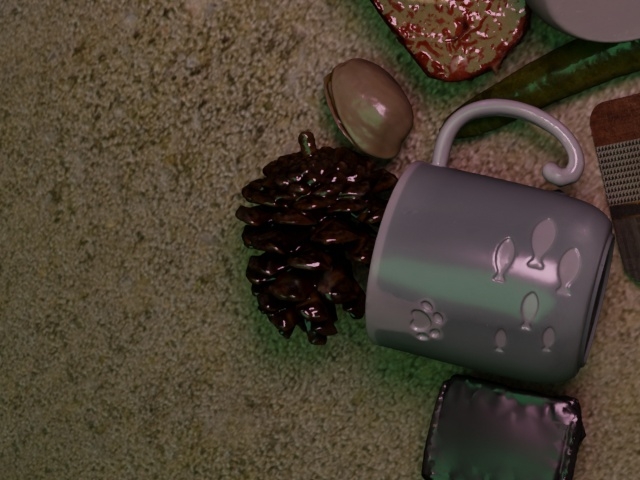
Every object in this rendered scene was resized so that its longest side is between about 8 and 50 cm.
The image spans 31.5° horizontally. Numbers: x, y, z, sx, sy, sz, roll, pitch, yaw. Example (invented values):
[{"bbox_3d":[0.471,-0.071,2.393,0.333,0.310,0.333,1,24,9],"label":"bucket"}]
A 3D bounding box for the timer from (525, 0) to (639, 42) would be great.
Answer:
[{"bbox_3d":[0.343,-0.400,1.335,0.285,0.285,0.285,6,106,21],"label":"timer"}]

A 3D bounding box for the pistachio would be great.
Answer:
[{"bbox_3d":[0.066,-0.182,1.568,0.149,0.113,0.113,46,116,4],"label":"pistachio"}]

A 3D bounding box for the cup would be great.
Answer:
[{"bbox_3d":[0.240,-0.001,1.478,0.275,0.259,0.356,14,96,17],"label":"cup"}]

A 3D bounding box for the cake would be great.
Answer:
[{"bbox_3d":[0.158,-0.336,1.472,0.177,0.151,0.283,-37,88,14],"label":"cake"}]

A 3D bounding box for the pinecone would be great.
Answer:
[{"bbox_3d":[0.000,0.000,1.577,0.244,0.244,0.309,13,118,19],"label":"pinecone"}]

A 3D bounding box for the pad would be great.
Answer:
[{"bbox_3d":[0.475,-0.073,1.387,0.323,0.055,0.249,-6,100,65],"label":"pad"}]

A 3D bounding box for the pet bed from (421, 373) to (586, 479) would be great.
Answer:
[{"bbox_3d":[0.262,0.294,1.602,0.211,0.159,0.183,10,81,18],"label":"pet bed"}]

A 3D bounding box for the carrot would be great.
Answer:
[{"bbox_3d":[0.311,-0.214,1.485,0.359,0.074,0.074,-22,95,29],"label":"carrot"}]
